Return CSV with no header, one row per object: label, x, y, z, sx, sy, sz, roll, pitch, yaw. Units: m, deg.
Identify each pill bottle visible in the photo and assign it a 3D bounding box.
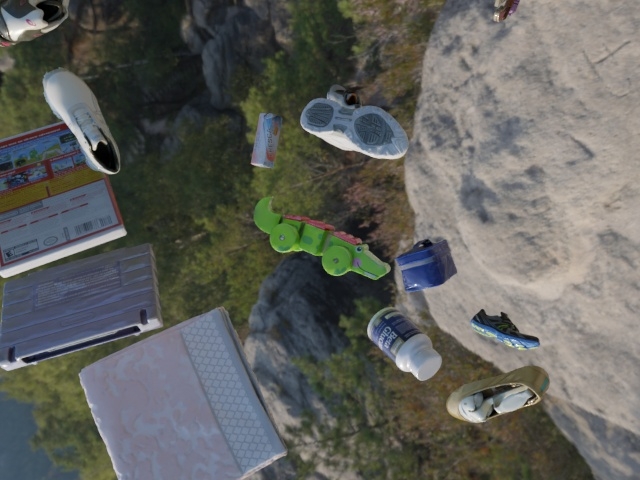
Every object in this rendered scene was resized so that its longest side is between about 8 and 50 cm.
pill bottle,0.188,0.230,1.262,0.169,0.094,0.094,41,140,46

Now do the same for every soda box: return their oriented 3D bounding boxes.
soda box,-0.187,-0.348,1.978,0.062,0.058,0.183,12,93,33

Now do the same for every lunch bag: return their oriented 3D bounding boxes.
lunch bag,0.163,0.032,0.867,0.067,0.098,0.065,-16,93,33

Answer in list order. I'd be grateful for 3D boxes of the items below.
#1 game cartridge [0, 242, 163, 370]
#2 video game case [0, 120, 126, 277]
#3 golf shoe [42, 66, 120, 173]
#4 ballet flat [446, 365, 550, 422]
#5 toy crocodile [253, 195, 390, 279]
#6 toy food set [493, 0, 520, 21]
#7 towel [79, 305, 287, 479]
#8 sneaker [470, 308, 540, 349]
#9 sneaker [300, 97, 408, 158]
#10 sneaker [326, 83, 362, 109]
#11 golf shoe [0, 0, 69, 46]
game cartridge,-0.549,0.144,1.311,0.068,0.354,0.230,80,173,-49
video game case,-0.474,-0.088,0.987,0.025,0.203,0.285,91,154,-58
golf shoe,-0.355,-0.180,0.874,0.086,0.069,0.176,32,152,46
ballet flat,0.323,0.301,1.076,0.080,0.073,0.232,48,127,-2
toy crocodile,0.000,0.000,1.282,0.340,0.115,0.105,23,99,18
toy food set,0.364,-0.459,1.087,0.019,0.122,0.078,27,151,22
towel,-0.267,0.334,1.100,0.332,0.316,0.053,62,174,15
sneaker,0.493,0.232,1.510,0.188,0.078,0.067,22,161,39
sneaker,0.080,-0.214,1.127,0.232,0.115,0.091,27,90,27
sneaker,0.097,-0.500,2.039,0.272,0.100,0.108,-112,27,-46
golf shoe,-0.551,-0.461,1.139,0.273,0.120,0.105,-83,-13,-51
